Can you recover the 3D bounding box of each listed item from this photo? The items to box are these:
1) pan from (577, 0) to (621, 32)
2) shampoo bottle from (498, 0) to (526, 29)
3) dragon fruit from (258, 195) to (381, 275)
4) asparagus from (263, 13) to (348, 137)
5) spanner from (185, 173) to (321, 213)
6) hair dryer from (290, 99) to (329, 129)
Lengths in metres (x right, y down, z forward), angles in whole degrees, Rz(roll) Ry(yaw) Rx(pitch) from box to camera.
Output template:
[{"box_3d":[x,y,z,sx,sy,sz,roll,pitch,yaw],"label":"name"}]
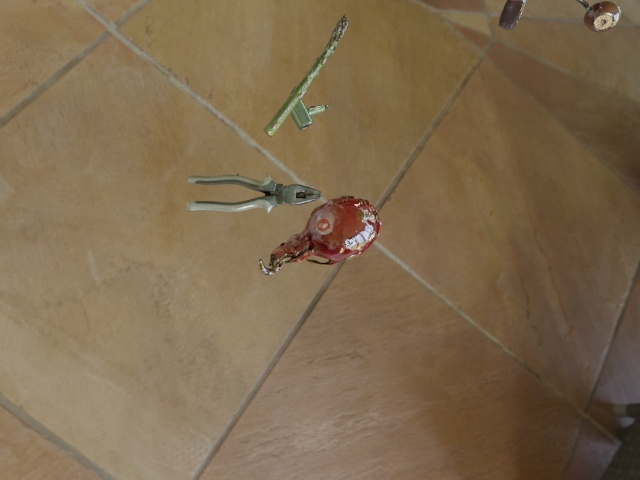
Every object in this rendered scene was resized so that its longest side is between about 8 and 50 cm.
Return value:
[{"box_3d":[0.549,-0.458,1.197,0.115,0.068,0.023,27,55,-14],"label":"pan"},{"box_3d":[0.384,-0.542,1.114,0.071,0.153,0.284,17,75,1],"label":"shampoo bottle"},{"box_3d":[0.000,0.000,0.843,0.190,0.094,0.094,-26,83,-4],"label":"dragon fruit"},{"box_3d":[-0.024,-0.282,1.040,0.024,0.248,0.025,39,20,2],"label":"asparagus"},{"box_3d":[-0.160,-0.114,1.439,0.324,0.040,0.096,1,86,-4],"label":"spanner"},{"box_3d":[-0.022,-0.346,1.597,0.150,0.047,0.071,-28,91,-46],"label":"hair dryer"}]
